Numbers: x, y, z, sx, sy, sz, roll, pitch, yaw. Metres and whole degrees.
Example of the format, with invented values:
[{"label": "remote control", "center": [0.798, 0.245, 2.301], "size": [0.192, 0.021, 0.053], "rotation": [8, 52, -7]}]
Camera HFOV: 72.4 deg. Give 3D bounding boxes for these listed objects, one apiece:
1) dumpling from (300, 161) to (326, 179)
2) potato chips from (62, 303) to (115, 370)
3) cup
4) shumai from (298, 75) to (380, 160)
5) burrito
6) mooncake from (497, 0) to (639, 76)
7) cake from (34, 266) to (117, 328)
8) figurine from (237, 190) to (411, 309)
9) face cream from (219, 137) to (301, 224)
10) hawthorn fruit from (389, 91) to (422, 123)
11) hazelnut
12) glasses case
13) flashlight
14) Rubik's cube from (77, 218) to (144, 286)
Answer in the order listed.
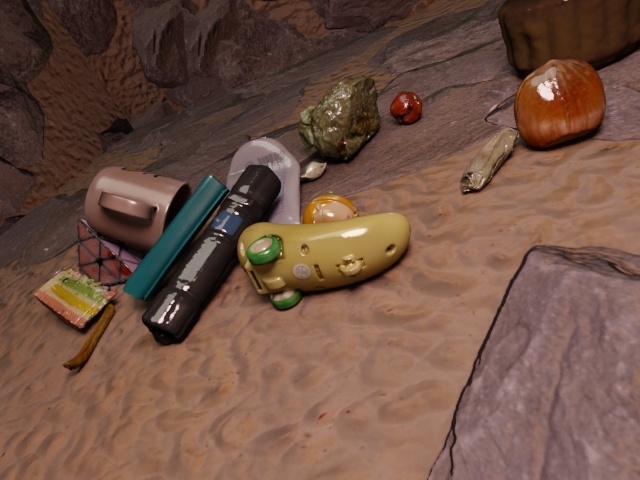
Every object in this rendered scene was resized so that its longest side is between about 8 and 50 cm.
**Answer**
[{"label": "dumpling", "center": [-0.021, -0.182, 1.148], "size": [0.077, 0.043, 0.059], "rotation": [-55, 22, -13]}, {"label": "potato chips", "center": [-0.479, 0.202, 0.921], "size": [0.026, 0.037, 0.204], "rotation": [-11, 27, 7]}, {"label": "cup", "center": [-0.453, -0.080, 1.064], "size": [0.201, 0.191, 0.253], "rotation": [16, 0, -3]}, {"label": "shumai", "center": [0.034, -0.332, 1.191], "size": [0.218, 0.189, 0.256], "rotation": [4, 37, 39]}, {"label": "burrito", "center": [0.325, -0.154, 0.838], "size": [0.188, 0.045, 0.058], "rotation": [-45, 10, -24]}, {"label": "mooncake", "center": [0.609, -0.530, 1.058], "size": [0.324, 0.187, 0.324], "rotation": [-17, 31, 11]}, {"label": "cake", "center": [-0.570, 0.149, 1.043], "size": [0.226, 0.090, 0.109], "rotation": [15, 49, 33]}, {"label": "figurine", "center": [0.000, 0.000, 0.784], "size": [0.325, 0.124, 0.222], "rotation": [-11, 31, 19]}, {"label": "face cream", "center": [-0.156, -0.125, 1.108], "size": [0.235, 0.137, 0.420], "rotation": [-15, 40, 12]}, {"label": "hawthorn fruit", "center": [0.230, -0.356, 1.186], "size": [0.093, 0.093, 0.093], "rotation": [-19, 31, 12]}, {"label": "hazelnut", "center": [0.437, -0.251, 0.803], "size": [0.150, 0.150, 0.150], "rotation": [-19, 31, 12]}, {"label": "glasses case", "center": [-0.312, -0.008, 0.964], "size": [0.301, 0.070, 0.117], "rotation": [-52, 17, -3]}, {"label": "flashlight", "center": [-0.208, 0.016, 0.892], "size": [0.103, 0.103, 0.423], "rotation": [0, 50, 38]}, {"label": "Rubik's cube", "center": [-0.514, 0.047, 1.176], "size": [0.191, 0.211, 0.178], "rotation": [22, 25, 13]}]
